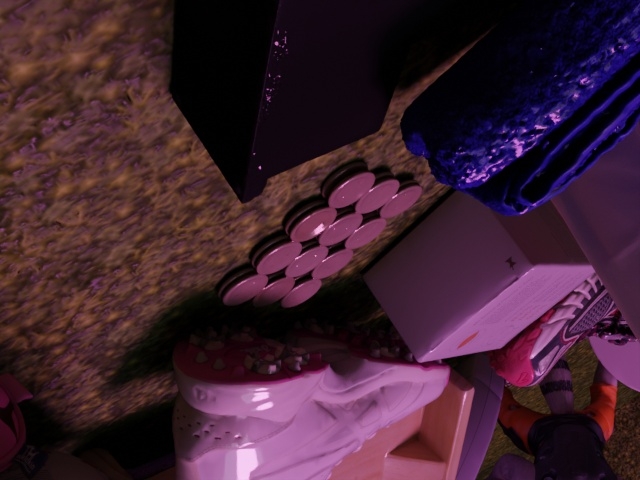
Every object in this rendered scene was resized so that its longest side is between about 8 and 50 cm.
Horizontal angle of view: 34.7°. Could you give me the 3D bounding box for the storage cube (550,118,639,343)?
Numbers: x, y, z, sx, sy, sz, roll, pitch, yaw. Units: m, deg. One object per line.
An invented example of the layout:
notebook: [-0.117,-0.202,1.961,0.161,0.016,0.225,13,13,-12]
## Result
storage cube: [0.293,-0.041,0.672,0.193,0.215,0.183,-13,157,-39]

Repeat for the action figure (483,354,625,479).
action figure: [0.247,0.256,1.241,0.342,0.330,0.178,-1,131,0]

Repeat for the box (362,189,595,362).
box: [0.143,0.026,0.884,0.130,0.091,0.170,-43,157,24]

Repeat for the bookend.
bookend: [0.022,-0.112,0.455,0.157,0.072,0.156,-25,158,-22]

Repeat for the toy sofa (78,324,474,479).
toy sofa: [-0.047,0.201,0.954,0.363,0.177,0.150,-18,129,-33]

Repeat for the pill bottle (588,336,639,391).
pill bottle: [0.515,0.060,1.312,0.363,0.210,0.210,-16,152,-36]

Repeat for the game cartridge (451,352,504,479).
game cartridge: [0.109,0.260,1.168,0.198,0.062,0.297,-47,-174,45]

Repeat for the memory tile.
memory tile: [0.000,0.000,0.738,0.148,0.012,0.113,-42,156,23]

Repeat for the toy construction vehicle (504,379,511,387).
toy construction vehicle: [0.248,0.198,1.474,0.098,0.035,0.086,-11,160,-39]

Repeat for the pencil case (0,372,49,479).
pencil case: [-0.263,0.152,0.596,0.209,0.095,0.098,-38,-177,15]

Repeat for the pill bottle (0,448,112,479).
pill bottle: [-0.169,0.230,0.632,0.160,0.160,0.283,-26,-173,-19]

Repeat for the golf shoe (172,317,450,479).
golf shoe: [-0.007,0.139,0.833,0.306,0.115,0.140,3,101,-48]

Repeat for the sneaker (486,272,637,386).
sneaker: [0.284,0.067,1.046,0.299,0.112,0.121,-31,176,-40]

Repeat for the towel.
towel: [0.175,-0.130,0.510,0.308,0.076,0.227,-41,179,7]
